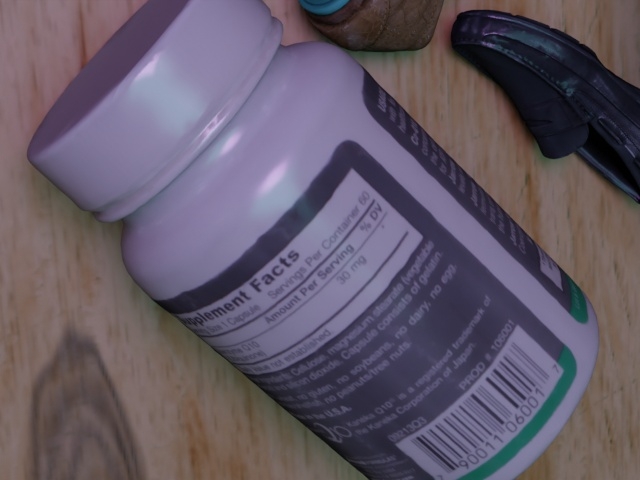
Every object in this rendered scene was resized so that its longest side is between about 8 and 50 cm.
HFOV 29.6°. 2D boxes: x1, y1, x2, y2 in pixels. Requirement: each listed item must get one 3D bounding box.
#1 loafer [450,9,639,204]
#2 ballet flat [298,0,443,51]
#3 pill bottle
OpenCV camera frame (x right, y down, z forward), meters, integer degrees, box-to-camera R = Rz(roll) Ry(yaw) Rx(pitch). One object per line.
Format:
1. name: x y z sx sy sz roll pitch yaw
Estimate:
1. loafer: 0.186 -0.100 0.910 0.223 0.076 0.078 28 84 -25
2. ballet flat: 0.101 -0.283 0.837 0.124 0.116 0.343 19 96 -41
3. pill bottle: 0.000 0.000 0.803 0.361 0.204 0.204 43 86 -20
